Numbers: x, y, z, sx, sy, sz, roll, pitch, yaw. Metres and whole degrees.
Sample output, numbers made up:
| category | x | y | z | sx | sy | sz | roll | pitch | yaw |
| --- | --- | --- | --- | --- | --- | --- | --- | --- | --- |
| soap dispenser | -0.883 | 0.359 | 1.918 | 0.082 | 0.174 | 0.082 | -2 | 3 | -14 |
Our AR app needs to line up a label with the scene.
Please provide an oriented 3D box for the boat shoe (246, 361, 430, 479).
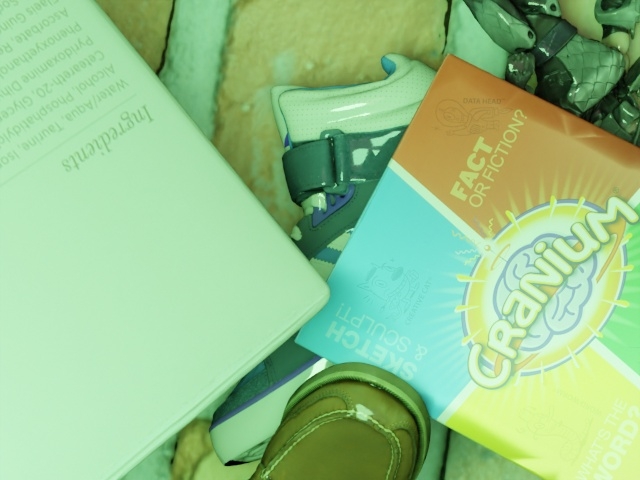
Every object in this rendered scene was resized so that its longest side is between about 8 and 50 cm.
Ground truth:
| category | x | y | z | sx | sy | sz | roll | pitch | yaw |
| --- | --- | --- | --- | --- | --- | --- | --- | --- | --- |
| boat shoe | -0.011 | 0.203 | 1.449 | 0.110 | 0.307 | 0.104 | 29 | 51 | -1 |

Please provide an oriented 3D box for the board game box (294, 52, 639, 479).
| category | x | y | z | sx | sy | sz | roll | pitch | yaw |
| --- | --- | --- | --- | --- | --- | --- | --- | --- | --- |
| board game box | 0.176 | 0.044 | 1.408 | 0.316 | 0.064 | 0.242 | 28 | 90 | 14 |

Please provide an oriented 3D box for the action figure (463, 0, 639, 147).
| category | x | y | z | sx | sy | sz | roll | pitch | yaw |
| --- | --- | --- | --- | --- | --- | --- | --- | --- | --- |
| action figure | 0.164 | -0.170 | 1.538 | 0.285 | 0.099 | 0.185 | 46 | 50 | 0 |

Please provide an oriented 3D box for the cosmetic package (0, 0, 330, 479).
| category | x | y | z | sx | sy | sz | roll | pitch | yaw |
| --- | --- | --- | --- | --- | --- | --- | --- | --- | --- |
| cosmetic package | -0.280 | 0.028 | 1.377 | 0.394 | 0.329 | 0.327 | 50 | 51 | 1 |

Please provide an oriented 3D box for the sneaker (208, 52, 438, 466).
| category | x | y | z | sx | sy | sz | roll | pitch | yaw |
| --- | --- | --- | --- | --- | --- | --- | --- | --- | --- |
| sneaker | 0.000 | 0.000 | 1.554 | 0.322 | 0.130 | 0.236 | -37 | 75 | 9 |
